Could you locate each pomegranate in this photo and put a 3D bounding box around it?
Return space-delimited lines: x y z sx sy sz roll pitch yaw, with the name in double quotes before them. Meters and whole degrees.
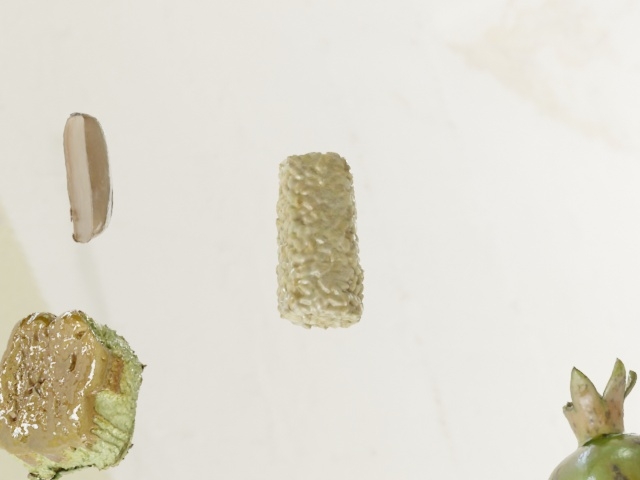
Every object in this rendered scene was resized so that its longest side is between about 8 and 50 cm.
"pomegranate" 0.288 0.224 1.682 0.156 0.156 0.220 29 -120 -31

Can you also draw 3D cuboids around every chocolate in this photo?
"chocolate" -0.176 -0.048 1.369 0.031 0.064 0.100 -5 -97 -20

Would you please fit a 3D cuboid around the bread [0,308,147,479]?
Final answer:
"bread" -0.210 0.127 1.479 0.069 0.128 0.140 44 -135 -46

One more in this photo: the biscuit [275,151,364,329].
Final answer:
"biscuit" 0.000 0.000 1.622 0.082 0.070 0.168 1 -112 -5
